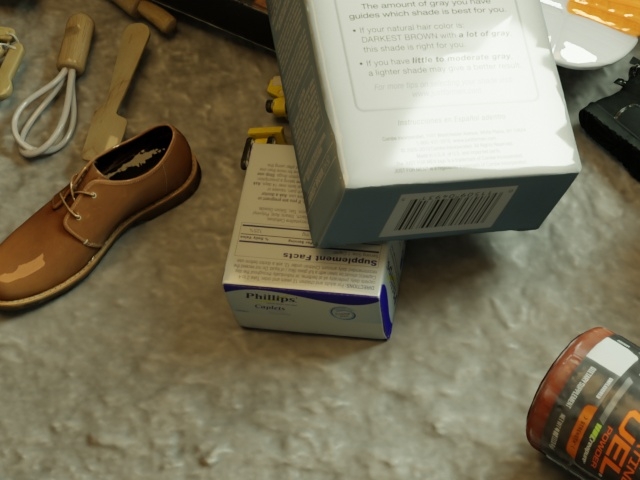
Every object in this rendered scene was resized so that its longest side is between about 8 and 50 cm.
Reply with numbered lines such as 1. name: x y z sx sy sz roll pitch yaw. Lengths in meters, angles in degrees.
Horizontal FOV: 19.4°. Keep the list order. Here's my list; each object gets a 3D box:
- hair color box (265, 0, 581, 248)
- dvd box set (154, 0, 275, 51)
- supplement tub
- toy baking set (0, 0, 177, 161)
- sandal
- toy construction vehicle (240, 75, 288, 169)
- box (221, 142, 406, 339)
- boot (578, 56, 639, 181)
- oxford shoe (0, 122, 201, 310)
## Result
1. hair color box: 0.060 -0.191 1.455 0.185 0.113 0.374 -5 67 -15
2. dvd box set: 0.025 -0.351 1.679 0.308 0.062 0.420 25 65 14
3. supplement tub: 0.251 0.150 1.322 0.198 0.106 0.106 31 68 25
4. toy baking set: -0.228 -0.168 1.648 0.256 0.030 0.197 35 72 26
5. sandal: 0.221 -0.205 1.574 0.102 0.076 0.265 27 43 -1
6. toy construction vehicle: -0.016 -0.094 1.565 0.086 0.035 0.098 -3 55 20
7. box: 0.000 0.000 1.476 0.126 0.072 0.137 5 59 11
8. boot: 0.280 -0.097 1.510 0.099 0.045 0.121 -35 59 -16
9. oxford shoe: -0.196 -0.026 1.525 0.212 0.076 0.076 -40 62 -13
